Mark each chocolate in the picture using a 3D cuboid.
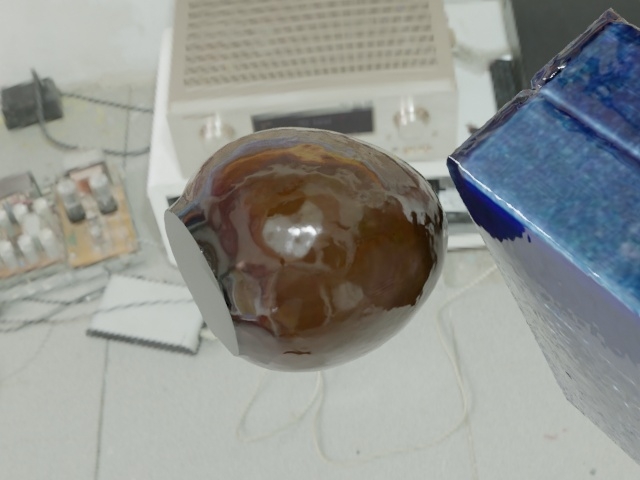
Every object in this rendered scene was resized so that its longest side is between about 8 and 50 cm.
[{"bbox_3d":[0.000,0.000,0.522,0.133,0.124,0.127,-29,39,-16],"label":"chocolate"}]

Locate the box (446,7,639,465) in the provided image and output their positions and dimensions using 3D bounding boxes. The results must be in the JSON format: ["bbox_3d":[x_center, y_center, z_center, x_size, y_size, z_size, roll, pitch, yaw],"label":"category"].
[{"bbox_3d":[0.210,0.071,0.470,0.116,0.279,0.261,-41,52,-4],"label":"box"}]
